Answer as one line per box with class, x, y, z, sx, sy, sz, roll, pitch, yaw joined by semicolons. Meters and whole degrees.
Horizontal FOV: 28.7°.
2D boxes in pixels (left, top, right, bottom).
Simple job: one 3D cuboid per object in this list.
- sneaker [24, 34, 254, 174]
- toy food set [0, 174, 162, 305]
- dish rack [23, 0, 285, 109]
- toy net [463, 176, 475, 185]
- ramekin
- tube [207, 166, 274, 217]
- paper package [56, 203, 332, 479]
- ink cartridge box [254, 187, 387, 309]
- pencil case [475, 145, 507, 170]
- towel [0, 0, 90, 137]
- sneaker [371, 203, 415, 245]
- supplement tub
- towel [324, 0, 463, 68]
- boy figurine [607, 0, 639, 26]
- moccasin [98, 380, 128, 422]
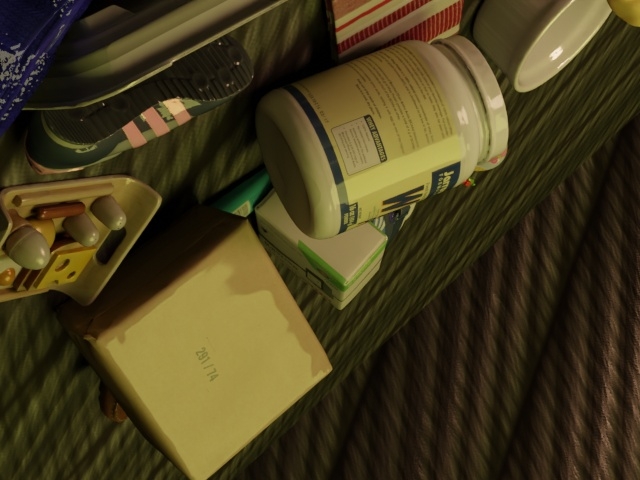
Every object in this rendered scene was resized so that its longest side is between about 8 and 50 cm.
sneaker;-0.225;-0.169;1.520;0.319;0.112;0.131;-25;172;-40
toy food set;-0.361;0.030;1.656;0.219;0.092;0.306;-52;161;25
dish rack;-0.174;-0.237;1.289;0.333;0.072;0.286;-33;-158;-28
toy net;0.235;-0.137;2.564;0.045;0.122;0.232;-57;160;14
ramekin;0.405;-0.416;2.269;0.277;0.135;0.277;-39;163;-14
tube;-0.100;-0.087;2.057;0.207;0.052;0.080;-39;171;-33
paper package;-0.190;0.155;1.950;0.309;0.168;0.324;-39;121;-17
ink cartridge box;0.000;0.000;2.144;0.115;0.198;0.273;-49;172;-10
pencil case;0.303;-0.216;2.547;0.124;0.113;0.273;-24;166;11
towel;-0.292;-0.234;1.055;0.228;0.076;0.308;26;112;-36
sneaker;0.092;-0.083;2.399;0.236;0.130;0.322;-51;159;-18
supplement tub;0.090;-0.161;1.873;0.325;0.235;0.235;-22;157;-14
towel;0.115;-0.346;1.879;0.237;0.037;0.329;-30;162;-7
boy figurine;0.432;-0.453;1.993;0.177;0.285;0.092;-11;143;-55
moccasin;-0.227;0.159;2.114;0.380;0.147;0.139;-48;167;-7
